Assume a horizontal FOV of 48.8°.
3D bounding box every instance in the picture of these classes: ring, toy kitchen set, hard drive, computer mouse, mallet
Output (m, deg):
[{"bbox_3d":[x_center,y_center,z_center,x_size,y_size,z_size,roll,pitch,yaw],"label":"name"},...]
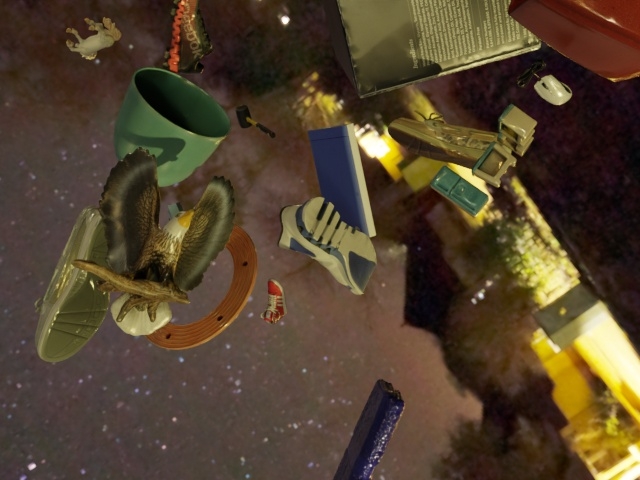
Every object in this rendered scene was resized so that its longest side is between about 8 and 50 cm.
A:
[{"bbox_3d":[-0.290,0.103,1.662,0.032,0.336,0.337,47,-170,-48],"label":"ring"},{"bbox_3d":[0.331,-0.174,1.458,0.122,0.207,0.166,37,-178,15],"label":"toy kitchen set"},{"bbox_3d":[0.058,-0.170,2.039,0.210,0.040,0.319,7,112,60],"label":"hard drive"},{"bbox_3d":[0.678,-0.456,2.098,0.193,0.106,0.042,27,-137,-26],"label":"computer mouse"},{"bbox_3d":[-0.181,-0.330,1.959,0.189,0.039,0.062,32,146,52],"label":"mallet"}]

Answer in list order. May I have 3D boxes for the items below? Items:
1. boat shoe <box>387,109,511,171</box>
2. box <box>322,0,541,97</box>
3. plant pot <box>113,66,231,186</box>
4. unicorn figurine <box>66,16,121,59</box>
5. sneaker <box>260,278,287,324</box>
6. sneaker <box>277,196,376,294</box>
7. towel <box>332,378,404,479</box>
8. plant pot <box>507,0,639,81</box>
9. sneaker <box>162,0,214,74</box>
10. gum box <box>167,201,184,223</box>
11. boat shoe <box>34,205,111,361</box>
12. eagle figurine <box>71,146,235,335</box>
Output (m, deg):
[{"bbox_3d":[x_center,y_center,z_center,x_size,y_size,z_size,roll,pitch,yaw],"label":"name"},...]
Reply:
[{"bbox_3d":[0.296,-0.232,1.616,0.285,0.089,0.104,19,171,2],"label":"boat shoe"},{"bbox_3d":[0.261,-0.630,1.882,0.480,0.471,0.297,-104,-4,-63],"label":"box"},{"bbox_3d":[-0.433,-0.292,1.946,0.293,0.235,0.293,30,-152,-18],"label":"plant pot"},{"bbox_3d":[-0.524,-0.452,1.605,0.111,0.161,0.060,30,-120,-66],"label":"unicorn figurine"},{"bbox_3d":[-0.121,0.156,1.756,0.042,0.067,0.118,11,129,35],"label":"sneaker"},{"bbox_3d":[-0.001,-0.001,1.810,0.182,0.127,0.315,6,147,45],"label":"sneaker"},{"bbox_3d":[0.117,0.493,1.665,0.076,0.308,0.227,23,180,-2],"label":"towel"},{"bbox_3d":[0.455,-0.426,1.122,0.235,0.267,0.267,17,-172,-2],"label":"plant pot"},{"bbox_3d":[-0.360,-0.591,1.985,0.135,0.276,0.098,9,-151,-12],"label":"sneaker"},{"bbox_3d":[-0.402,-0.011,2.064,0.157,0.041,0.184,66,162,8],"label":"gum box"},{"bbox_3d":[-0.492,0.088,1.424,0.103,0.320,0.118,22,-178,37],"label":"boat shoe"},{"bbox_3d":[-0.277,-0.002,1.246,0.298,0.225,0.226,-91,-20,-51],"label":"eagle figurine"}]
